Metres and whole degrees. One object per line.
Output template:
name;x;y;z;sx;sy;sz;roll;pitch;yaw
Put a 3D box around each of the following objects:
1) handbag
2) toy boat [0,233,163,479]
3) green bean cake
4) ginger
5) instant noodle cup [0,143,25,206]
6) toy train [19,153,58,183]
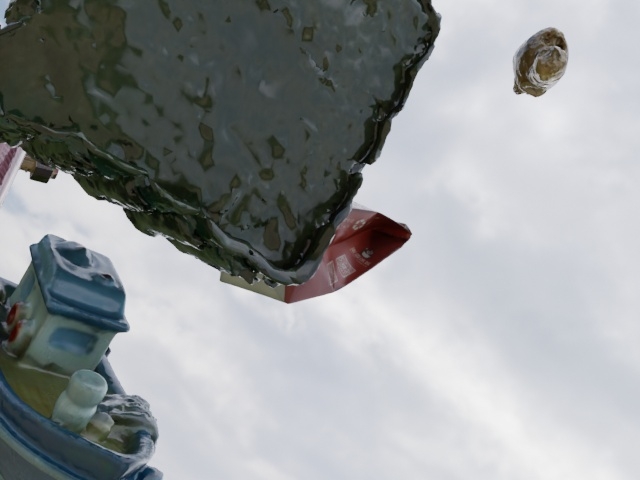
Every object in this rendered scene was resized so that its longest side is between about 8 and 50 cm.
handbag;0.000;0.000;1.404;0.171;0.298;0.151;14;-76;43
toy boat;-0.145;0.077;0.527;0.109;0.098;0.238;27;11;-33
green bean cake;-0.072;-0.122;0.571;0.255;0.241;0.132;33;-9;-33
ginger;0.307;-0.247;1.206;0.067;0.096;0.165;27;1;-5
instant noodle cup;-0.429;-0.090;0.938;0.242;0.231;0.243;7;-28;4
toy train;-0.537;-0.158;1.611;0.138;0.087;0.050;15;-36;-28
